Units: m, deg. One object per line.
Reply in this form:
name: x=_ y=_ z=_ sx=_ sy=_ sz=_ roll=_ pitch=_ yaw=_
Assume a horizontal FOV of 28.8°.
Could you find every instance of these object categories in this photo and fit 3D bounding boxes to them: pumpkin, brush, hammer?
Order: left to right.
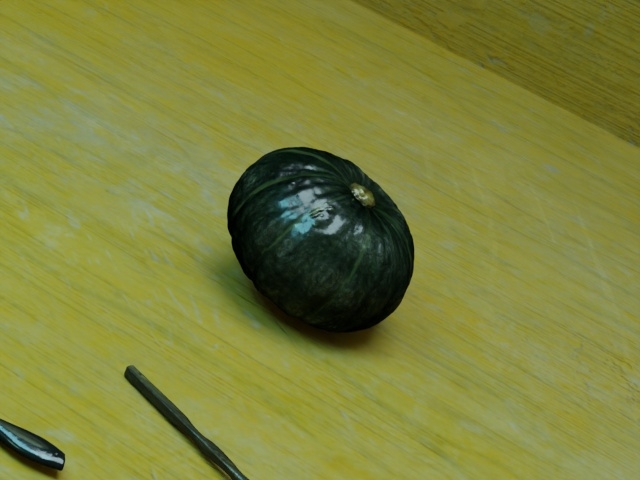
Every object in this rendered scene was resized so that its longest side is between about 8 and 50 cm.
brush: x=-0.275 y=0.127 z=0.955 sx=0.193 sy=0.016 sz=0.063 roll=27 pitch=26 yaw=10
hammer: x=-0.069 y=0.186 z=1.008 sx=0.292 sy=0.029 sz=0.058 roll=38 pitch=26 yaw=33
pumpkin: x=0.000 y=-0.001 z=1.295 sx=0.211 sy=0.152 sz=0.212 roll=43 pitch=19 yaw=-19
